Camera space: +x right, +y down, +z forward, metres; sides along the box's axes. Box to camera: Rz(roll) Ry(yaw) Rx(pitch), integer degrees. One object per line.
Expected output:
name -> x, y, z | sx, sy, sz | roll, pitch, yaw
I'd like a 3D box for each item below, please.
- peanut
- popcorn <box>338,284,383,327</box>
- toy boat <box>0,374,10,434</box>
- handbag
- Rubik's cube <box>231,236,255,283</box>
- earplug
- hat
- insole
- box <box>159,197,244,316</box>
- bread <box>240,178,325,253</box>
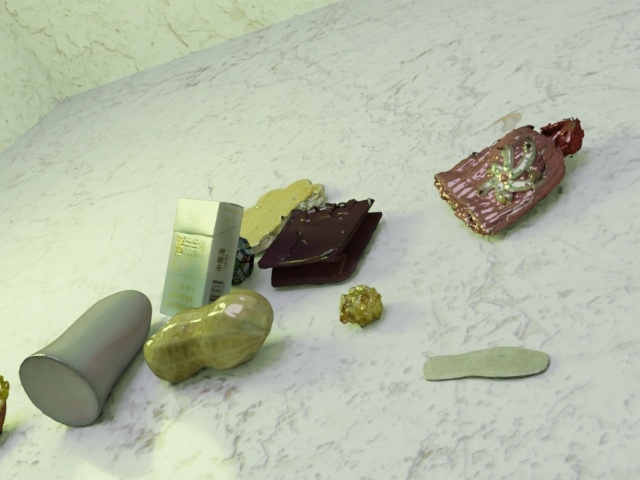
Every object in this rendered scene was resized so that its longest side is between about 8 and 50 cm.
peanut -> -0.202, 0.173, 1.456 | 0.290, 0.130, 0.130 | -20, 28, 30
popcorn -> 0.066, 0.112, 1.384 | 0.083, 0.057, 0.082 | -34, 27, -4
toy boat -> -0.724, 0.401, 1.588 | 0.318, 0.099, 0.141 | -41, 27, -17
handbag -> 0.001, 0.003, 1.611 | 0.203, 0.074, 0.216 | -9, 32, 33
Rubik's cube -> -0.191, 0.039, 1.703 | 0.093, 0.111, 0.111 | 22, 52, 26
earplug -> -0.429, 0.198, 1.598 | 0.172, 0.172, 0.301 | -12, 27, 29
hat -> 0.355, -0.138, 1.482 | 0.286, 0.107, 0.237 | -33, 38, 1
insole -> 0.235, 0.177, 1.168 | 0.191, 0.010, 0.063 | -10, 33, 31
box -> -0.238, 0.040, 1.620 | 0.155, 0.067, 0.243 | 6, 87, 47
bread -> -0.108, -0.057, 1.846 | 0.251, 0.039, 0.181 | -41, 29, -21
